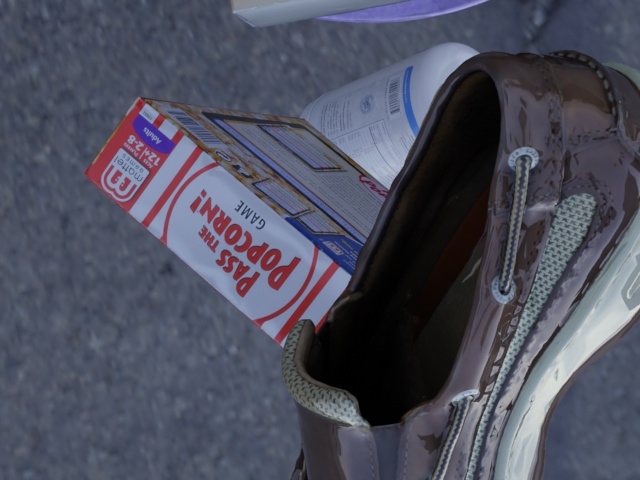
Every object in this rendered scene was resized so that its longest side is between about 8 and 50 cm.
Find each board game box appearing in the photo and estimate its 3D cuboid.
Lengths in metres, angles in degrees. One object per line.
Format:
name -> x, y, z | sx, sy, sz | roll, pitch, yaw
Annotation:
board game box -> 0.000, 0.000, 0.881 | 0.045, 0.147, 0.193 | -53, 164, 13

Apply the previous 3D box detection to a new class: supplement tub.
supplement tub -> 0.045, -0.063, 1.092 | 0.071, 0.071, 0.107 | 29, 149, -32

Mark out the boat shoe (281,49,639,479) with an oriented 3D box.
boat shoe -> 0.022, 0.050, 0.637 | 0.095, 0.095, 0.257 | 14, 109, -36

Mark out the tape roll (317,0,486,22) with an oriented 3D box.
tape roll -> 0.021, -0.230, 0.780 | 0.275, 0.090, 0.275 | 4, 111, 11

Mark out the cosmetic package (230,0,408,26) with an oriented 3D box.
cosmetic package -> -0.004, -0.126, 0.587 | 0.060, 0.041, 0.115 | -10, 88, 9
